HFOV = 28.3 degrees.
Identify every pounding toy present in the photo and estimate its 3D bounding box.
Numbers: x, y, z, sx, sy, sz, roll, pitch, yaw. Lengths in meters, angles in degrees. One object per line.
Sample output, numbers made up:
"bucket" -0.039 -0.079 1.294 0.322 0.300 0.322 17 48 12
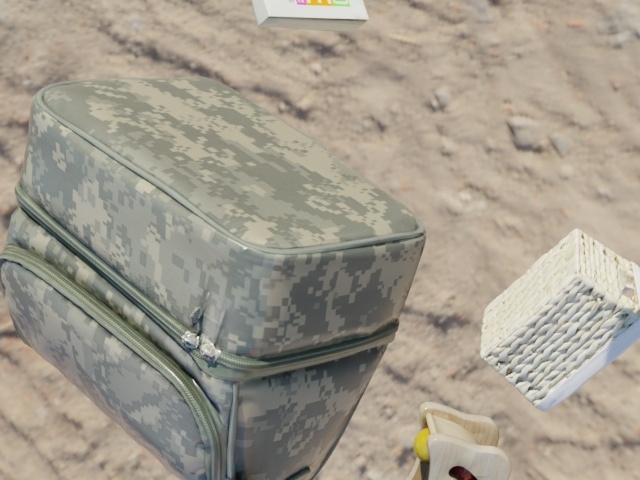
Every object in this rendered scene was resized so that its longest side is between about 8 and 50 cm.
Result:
"pounding toy" 0.135 0.310 1.545 0.154 0.155 0.269 -2 117 -5

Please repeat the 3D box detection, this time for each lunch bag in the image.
"lunch bag" -0.097 0.044 0.976 0.305 0.213 0.256 34 120 31

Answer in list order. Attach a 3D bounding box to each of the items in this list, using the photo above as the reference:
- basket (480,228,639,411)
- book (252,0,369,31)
"basket" 0.261 0.083 1.366 0.103 0.113 0.167 38 120 -13
"book" -0.020 -0.291 1.452 0.035 0.144 0.096 -28 73 49
